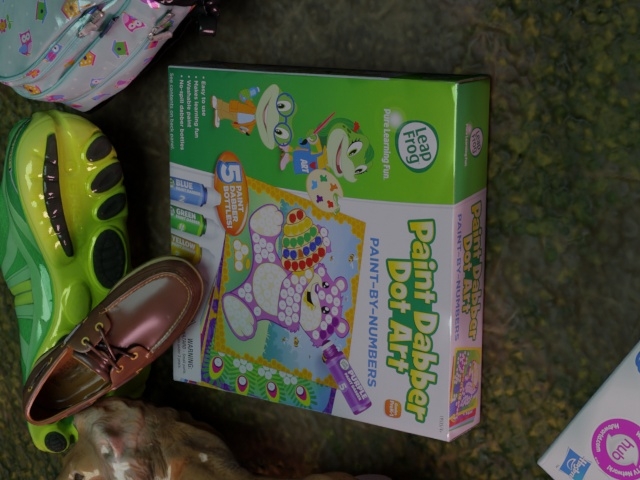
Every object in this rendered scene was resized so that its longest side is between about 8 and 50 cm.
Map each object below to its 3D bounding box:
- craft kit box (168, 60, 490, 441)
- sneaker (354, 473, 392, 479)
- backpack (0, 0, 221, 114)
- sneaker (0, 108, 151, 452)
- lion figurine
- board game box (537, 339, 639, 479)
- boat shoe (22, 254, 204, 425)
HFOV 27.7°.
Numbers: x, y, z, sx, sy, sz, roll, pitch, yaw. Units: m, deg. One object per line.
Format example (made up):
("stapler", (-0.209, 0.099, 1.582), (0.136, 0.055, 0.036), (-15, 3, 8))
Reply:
("craft kit box", (0.000, 0.000, 0.941), (0.247, 0.061, 0.249), (7, 103, 30))
("sneaker", (0.077, 0.229, 0.938), (0.158, 0.061, 0.064), (29, 124, 38))
("backpack", (-0.170, -0.181, 0.959), (0.182, 0.115, 0.152), (-41, 53, 29))
("sneaker", (-0.207, 0.033, 1.073), (0.123, 0.109, 0.295), (32, 125, 57))
("lion figurine", (-0.035, 0.223, 0.939), (0.392, 0.142, 0.240), (-9, 98, 42))
("board game box", (0.330, 0.119, 0.720), (0.302, 0.086, 0.308), (44, 120, 20))
("boat shoe", (-0.157, 0.081, 0.974), (0.178, 0.060, 0.064), (-40, 102, 19))
